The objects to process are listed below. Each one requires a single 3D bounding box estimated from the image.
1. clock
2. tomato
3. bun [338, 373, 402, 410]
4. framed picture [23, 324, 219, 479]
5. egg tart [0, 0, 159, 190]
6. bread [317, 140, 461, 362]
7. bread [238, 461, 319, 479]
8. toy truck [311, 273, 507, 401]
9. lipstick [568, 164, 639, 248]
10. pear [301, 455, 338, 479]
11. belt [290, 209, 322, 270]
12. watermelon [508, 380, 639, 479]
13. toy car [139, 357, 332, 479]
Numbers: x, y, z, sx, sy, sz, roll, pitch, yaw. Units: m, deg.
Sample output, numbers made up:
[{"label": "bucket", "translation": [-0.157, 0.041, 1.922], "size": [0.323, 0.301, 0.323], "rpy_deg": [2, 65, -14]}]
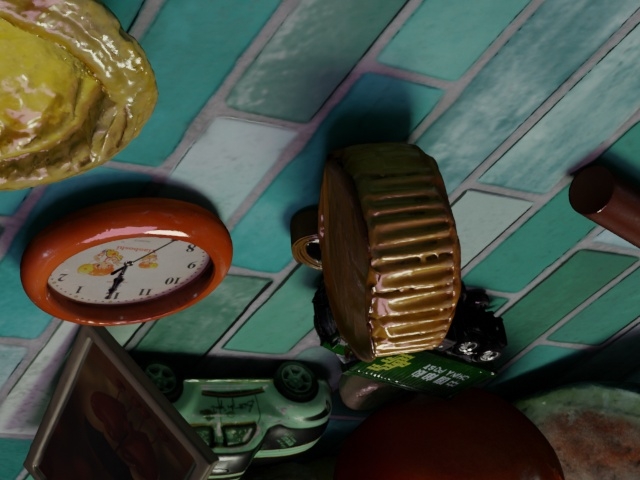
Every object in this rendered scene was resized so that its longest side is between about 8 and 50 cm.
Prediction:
[{"label": "clock", "translation": [-0.186, 0.020, 1.297], "size": [0.205, 0.051, 0.205], "rpy_deg": [-9, 150, -6]}, {"label": "tomato", "translation": [0.141, 0.295, 1.634], "size": [0.298, 0.226, 0.298], "rpy_deg": [-29, 171, -5]}, {"label": "bun", "translation": [0.059, 0.166, 1.618], "size": [0.086, 0.055, 0.086], "rpy_deg": [-20, 156, -10]}, {"label": "framed picture", "translation": [-0.230, 0.245, 1.490], "size": [0.020, 0.211, 0.289], "rpy_deg": [-26, 156, -43]}, {"label": "egg tart", "translation": [-0.259, -0.130, 0.993], "size": [0.279, 0.095, 0.279], "rpy_deg": [-3, 148, -2]}, {"label": "bread", "translation": [0.064, 0.008, 1.221], "size": [0.104, 0.199, 0.199], "rpy_deg": [-8, 149, -12]}, {"label": "bread", "translation": [-0.144, 0.318, 1.669], "size": [0.316, 0.054, 0.316], "rpy_deg": [-4, -177, 0]}, {"label": "toy truck", "translation": [0.098, 0.097, 1.486], "size": [0.121, 0.088, 0.259], "rpy_deg": [-33, 144, 32]}, {"label": "lipstick", "translation": [0.383, 0.000, 1.448], "size": [0.057, 0.057, 0.356], "rpy_deg": [-31, 144, 30]}, {"label": "pear", "translation": [0.029, 0.420, 1.837], "size": [0.271, 0.271, 0.271], "rpy_deg": [-8, 149, -5]}, {"label": "belt", "translation": [0.000, 0.000, 1.343], "size": [0.059, 0.036, 0.083], "rpy_deg": [-17, 149, 22]}, {"label": "watermelon", "translation": [0.396, 0.314, 1.737], "size": [0.387, 0.258, 0.228], "rpy_deg": [0, 167, 28]}, {"label": "toy car", "translation": [-0.121, 0.225, 1.570], "size": [0.306, 0.125, 0.136], "rpy_deg": [5, 140, -28]}]
